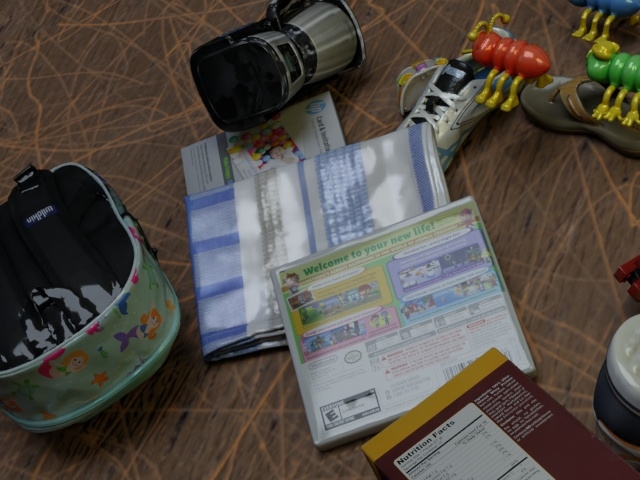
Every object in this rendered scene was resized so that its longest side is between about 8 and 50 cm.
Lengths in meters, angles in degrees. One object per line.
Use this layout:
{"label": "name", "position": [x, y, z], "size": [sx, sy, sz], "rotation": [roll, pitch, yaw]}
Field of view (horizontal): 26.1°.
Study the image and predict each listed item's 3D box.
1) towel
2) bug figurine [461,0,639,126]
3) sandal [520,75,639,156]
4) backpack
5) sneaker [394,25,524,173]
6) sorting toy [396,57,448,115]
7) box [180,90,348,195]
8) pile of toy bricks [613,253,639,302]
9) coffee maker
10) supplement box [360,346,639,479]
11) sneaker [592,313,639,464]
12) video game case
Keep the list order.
{"label": "towel", "position": [0.000, 0.000, 1.391], "size": [0.285, 0.034, 0.209], "rotation": [-16, 59, 12]}
{"label": "bug figurine", "position": [0.287, -0.208, 1.414], "size": [0.216, 0.072, 0.279], "rotation": [22, 39, 32]}
{"label": "sandal", "position": [0.283, -0.139, 1.422], "size": [0.072, 0.049, 0.180], "rotation": [-42, 44, -18]}
{"label": "backpack", "position": [-0.256, 0.069, 1.367], "size": [0.225, 0.191, 0.253], "rotation": [-36, 35, -7]}
{"label": "sneaker", "position": [0.129, -0.138, 1.471], "size": [0.085, 0.086, 0.237], "rotation": [26, 64, 40]}
{"label": "sorting toy", "position": [0.116, -0.186, 1.567], "size": [0.083, 0.045, 0.075], "rotation": [-25, 23, 1]}
{"label": "box", "position": [-0.059, -0.081, 1.539], "size": [0.186, 0.038, 0.145], "rotation": [-20, 42, 5]}
{"label": "pile of toy bricks", "position": [0.369, 0.010, 1.209], "size": [0.212, 0.118, 0.105], "rotation": [-27, 68, -26]}
{"label": "coffee maker", "position": [-0.059, -0.192, 1.564], "size": [0.178, 0.120, 0.171], "rotation": [-35, -7, -48]}
{"label": "supplement box", "position": [0.157, 0.221, 1.012], "size": [0.129, 0.191, 0.194], "rotation": [-36, 43, -11]}
{"label": "sneaker", "position": [0.368, 0.122, 1.076], "size": [0.321, 0.127, 0.126], "rotation": [4, 51, -4]}
{"label": "video game case", "position": [0.073, 0.075, 1.287], "size": [0.212, 0.023, 0.193], "rotation": [-21, 59, 8]}
